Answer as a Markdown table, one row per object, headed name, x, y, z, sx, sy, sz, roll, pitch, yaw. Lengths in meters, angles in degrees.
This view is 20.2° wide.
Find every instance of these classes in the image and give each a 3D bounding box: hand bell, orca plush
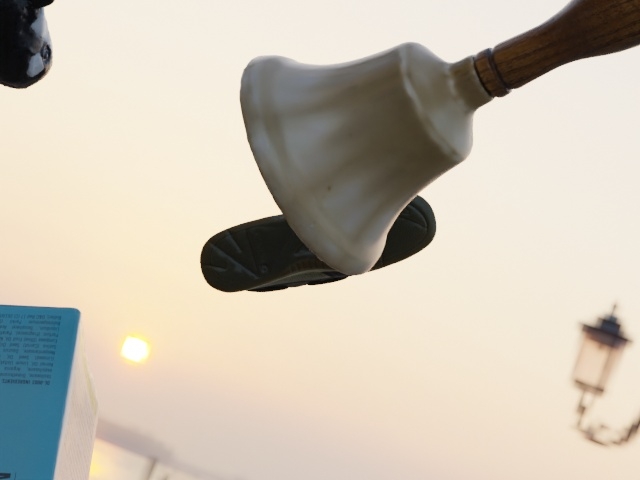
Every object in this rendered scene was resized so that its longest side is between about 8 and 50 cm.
| name | x | y | z | sx | sy | sz | roll | pitch | yaw |
| --- | --- | --- | --- | --- | --- | --- | --- | --- | --- |
| hand bell | 0.093 | -0.088 | 0.885 | 0.242 | 0.126 | 0.126 | -26 | -33 | 24 |
| orca plush | -0.332 | -0.230 | 1.667 | 0.151 | 0.102 | 0.287 | 3 | -39 | 9 |

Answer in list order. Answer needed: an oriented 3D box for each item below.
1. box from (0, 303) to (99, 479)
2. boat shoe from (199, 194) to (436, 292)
| name | x | y | z | sx | sy | sz | roll | pitch | yaw |
| --- | --- | --- | --- | --- | --- | --- | --- | --- | --- |
| box | -0.163 | 0.160 | 0.923 | 0.060 | 0.244 | 0.100 | 2 | -38 | 3 |
| boat shoe | 0.000 | 0.001 | 1.683 | 0.223 | 0.080 | 0.073 | -14 | -5 | 6 |
